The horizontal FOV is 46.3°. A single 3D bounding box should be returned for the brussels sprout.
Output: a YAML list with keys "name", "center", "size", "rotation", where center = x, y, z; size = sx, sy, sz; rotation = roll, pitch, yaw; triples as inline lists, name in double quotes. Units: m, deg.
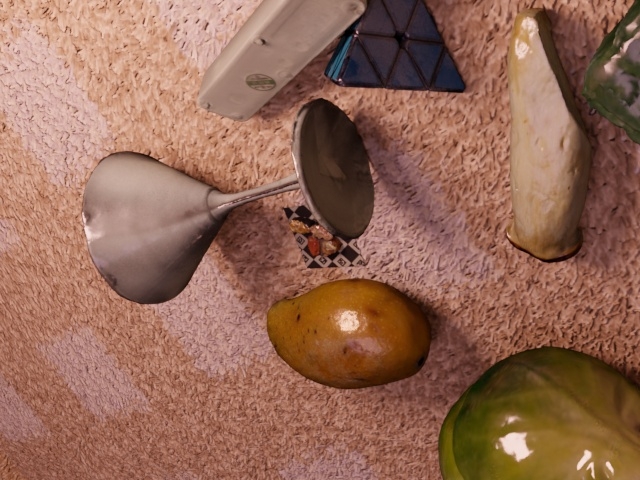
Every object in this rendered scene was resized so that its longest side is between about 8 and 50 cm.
- name: "brussels sprout"
  center: [0.338, 0.305, 1.061]
  size: [0.354, 0.289, 0.281]
  rotation: [11, 130, 60]

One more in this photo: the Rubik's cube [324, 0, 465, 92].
- name: "Rubik's cube"
  center: [0.086, -0.220, 0.952]
  size: [0.190, 0.178, 0.211]
  rotation: [32, 133, 6]

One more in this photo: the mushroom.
- name: "mushroom"
  center: [0.290, -0.121, 0.952]
  size: [0.107, 0.087, 0.333]
  rotation: [10, 122, 27]

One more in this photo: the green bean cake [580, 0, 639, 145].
- name: "green bean cake"
  center: [0.464, -0.190, 0.740]
  size: [0.300, 0.169, 0.308]
  rotation: [37, 131, 6]

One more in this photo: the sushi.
- name: "sushi"
  center: [0.000, 0.000, 1.251]
  size: [0.120, 0.026, 0.126]
  rotation: [-6, 117, 34]

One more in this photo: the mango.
- name: "mango"
  center: [0.032, 0.163, 1.255]
  size: [0.329, 0.175, 0.177]
  rotation: [-18, 65, 39]

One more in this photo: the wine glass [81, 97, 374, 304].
- name: "wine glass"
  center: [-0.135, -0.059, 1.160]
  size: [0.406, 0.267, 0.267]
  rotation: [-13, 113, 31]

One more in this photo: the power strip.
- name: "power strip"
  center: [-0.070, -0.261, 1.024]
  size: [0.091, 0.062, 0.385]
  rotation: [17, 158, -26]
